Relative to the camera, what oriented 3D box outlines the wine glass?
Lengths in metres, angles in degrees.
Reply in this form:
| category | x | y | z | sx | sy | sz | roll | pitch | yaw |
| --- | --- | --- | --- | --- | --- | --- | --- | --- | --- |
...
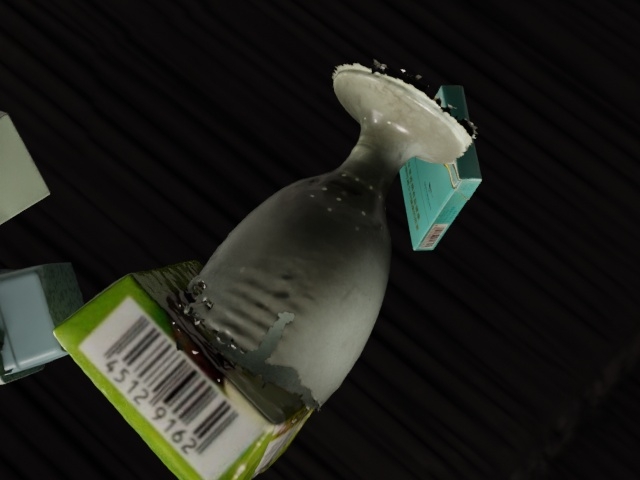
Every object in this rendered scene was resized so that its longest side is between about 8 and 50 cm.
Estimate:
| category | x | y | z | sx | sy | sz | roll | pitch | yaw |
| --- | --- | --- | --- | --- | --- | --- | --- | --- | --- |
| wine glass | 0.005 | 0.000 | 1.291 | 0.357 | 0.190 | 0.190 | -57 | 164 | -11 |

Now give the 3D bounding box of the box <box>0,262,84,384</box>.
| category | x | y | z | sx | sy | sz | roll | pitch | yaw |
| --- | --- | --- | --- | --- | --- | --- | --- | --- | --- |
| box | -0.423 | 0.111 | 1.793 | 0.130 | 0.162 | 0.227 | -17 | 179 | 5 |

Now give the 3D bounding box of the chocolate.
| category | x | y | z | sx | sy | sz | roll | pitch | yaw |
| --- | --- | --- | --- | --- | --- | --- | --- | --- | --- |
| chocolate | -0.154 | 0.167 | 1.594 | 0.137 | 0.301 | 0.289 | -45 | 173 | 11 |

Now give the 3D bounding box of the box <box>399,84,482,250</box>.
| category | x | y | z | sx | sy | sz | roll | pitch | yaw |
| --- | --- | --- | --- | --- | --- | --- | --- | --- | --- |
| box | 0.177 | -0.105 | 1.867 | 0.041 | 0.162 | 0.229 | -1 | 153 | -15 |

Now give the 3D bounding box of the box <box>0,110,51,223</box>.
| category | x | y | z | sx | sy | sz | roll | pitch | yaw |
| --- | --- | --- | --- | --- | --- | --- | --- | --- | --- |
| box | -0.486 | -0.066 | 1.485 | 0.225 | 0.225 | 0.117 | -36 | 119 | -24 |
